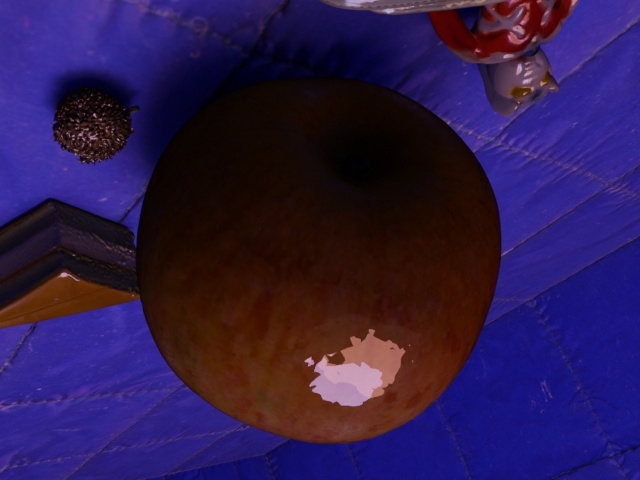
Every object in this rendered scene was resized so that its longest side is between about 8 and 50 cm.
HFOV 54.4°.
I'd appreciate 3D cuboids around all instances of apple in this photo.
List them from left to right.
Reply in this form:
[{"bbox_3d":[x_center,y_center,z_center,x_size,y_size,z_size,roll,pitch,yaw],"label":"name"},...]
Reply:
[{"bbox_3d":[0.000,0.000,0.679,0.400,0.400,0.333,-3,125,-33],"label":"apple"}]

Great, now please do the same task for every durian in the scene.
[{"bbox_3d":[-0.223,-0.118,0.623,0.091,0.080,0.080,-31,158,-19],"label":"durian"}]

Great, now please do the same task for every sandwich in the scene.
[{"bbox_3d":[-0.350,0.051,0.802,0.187,0.117,0.144,-28,151,12],"label":"sandwich"}]

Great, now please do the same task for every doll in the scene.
[{"bbox_3d":[0.200,-0.260,0.643,0.188,0.099,0.384,-25,151,7],"label":"doll"}]

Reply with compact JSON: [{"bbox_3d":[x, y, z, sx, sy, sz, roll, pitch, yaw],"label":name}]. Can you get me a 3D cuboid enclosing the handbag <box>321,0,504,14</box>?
[{"bbox_3d":[0.075,-0.238,0.394,0.219,0.256,0.079,-5,145,-15],"label":"handbag"}]
